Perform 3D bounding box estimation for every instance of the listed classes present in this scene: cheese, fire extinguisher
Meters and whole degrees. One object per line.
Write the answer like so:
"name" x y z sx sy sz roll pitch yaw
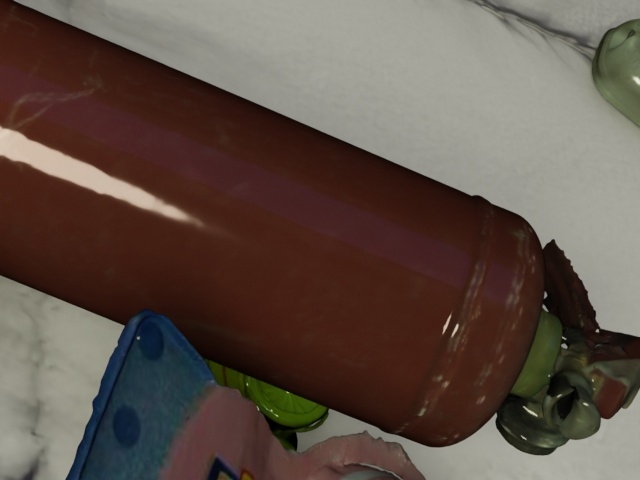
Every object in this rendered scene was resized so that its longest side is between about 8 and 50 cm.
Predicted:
"cheese" -0.001 0.140 0.618 0.286 0.074 0.189 53 39 -37
"fire extinguisher" 0.000 0.000 0.718 0.337 0.106 0.147 23 31 -9

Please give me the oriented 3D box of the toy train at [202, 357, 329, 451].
"toy train" -0.050 0.099 0.701 0.085 0.053 0.249 29 40 -2

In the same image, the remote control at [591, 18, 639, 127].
"remote control" 0.308 -0.039 1.137 0.309 0.038 0.090 36 38 -8
